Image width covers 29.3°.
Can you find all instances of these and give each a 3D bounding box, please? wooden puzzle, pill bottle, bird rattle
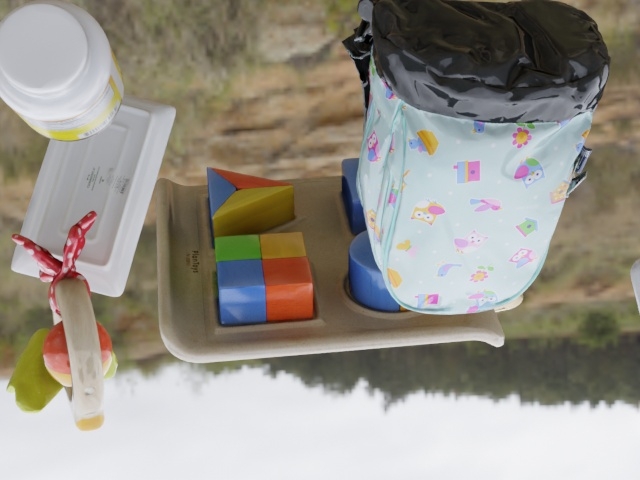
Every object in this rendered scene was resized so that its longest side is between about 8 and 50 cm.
[{"bbox_3d":[0.000,0.000,1.313,0.348,0.080,0.322,0,-148,-8],"label":"wooden puzzle"},{"bbox_3d":[-0.261,-0.168,1.216,0.117,0.117,0.215,-3,176,-5],"label":"pill bottle"},{"bbox_3d":[-0.283,0.105,1.443,0.143,0.253,0.207,-2,-147,-25],"label":"bird rattle"}]

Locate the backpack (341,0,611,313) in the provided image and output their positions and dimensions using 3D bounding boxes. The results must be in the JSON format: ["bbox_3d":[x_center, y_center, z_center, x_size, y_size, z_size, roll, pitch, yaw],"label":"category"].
[{"bbox_3d":[0.082,-0.047,0.722,0.152,0.182,0.115,5,-138,-6],"label":"backpack"}]

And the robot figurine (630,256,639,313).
[{"bbox_3d":[0.448,0.020,1.129,0.300,0.200,0.353,-5,164,-31],"label":"robot figurine"}]

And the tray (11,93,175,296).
[{"bbox_3d":[-0.286,-0.073,1.555,0.145,0.270,0.030,15,161,-4],"label":"tray"}]

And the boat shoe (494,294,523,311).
[{"bbox_3d":[0.217,0.081,1.700,0.059,0.063,0.170,33,162,-20],"label":"boat shoe"}]

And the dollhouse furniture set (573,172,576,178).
[{"bbox_3d":[0.171,-0.116,1.191,0.123,0.144,0.151,-16,-143,16],"label":"dollhouse furniture set"}]
